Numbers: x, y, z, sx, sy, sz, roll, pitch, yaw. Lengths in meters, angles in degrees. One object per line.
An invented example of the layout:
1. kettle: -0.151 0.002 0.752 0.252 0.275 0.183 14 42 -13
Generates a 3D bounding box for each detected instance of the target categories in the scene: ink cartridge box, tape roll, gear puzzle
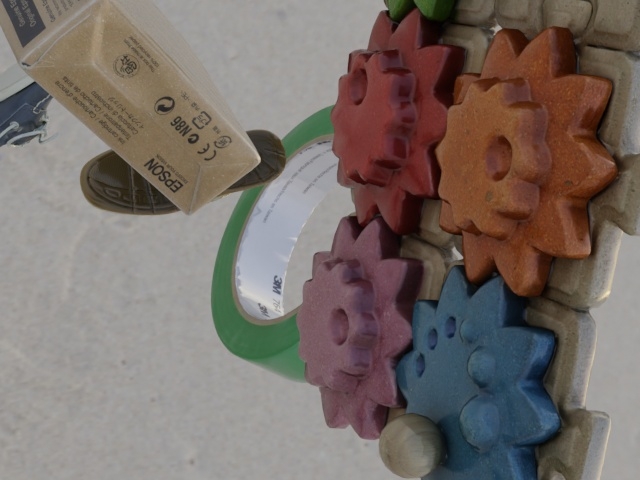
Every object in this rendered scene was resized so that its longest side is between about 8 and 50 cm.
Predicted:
1. ink cartridge box: -0.170 -0.156 1.070 0.234 0.088 0.193 45 8 -48
2. tape roll: 0.000 0.000 1.486 0.077 0.321 0.321 28 57 -30
3. gear puzzle: 0.050 -0.079 0.431 0.044 0.175 0.338 4 102 -28

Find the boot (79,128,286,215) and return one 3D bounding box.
1. boot: -0.160 -0.066 1.374 0.213 0.165 0.077 -12 91 -21

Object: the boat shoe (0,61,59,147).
1. boat shoe: -0.336 -0.129 1.397 0.079 0.255 0.095 54 6 -21
